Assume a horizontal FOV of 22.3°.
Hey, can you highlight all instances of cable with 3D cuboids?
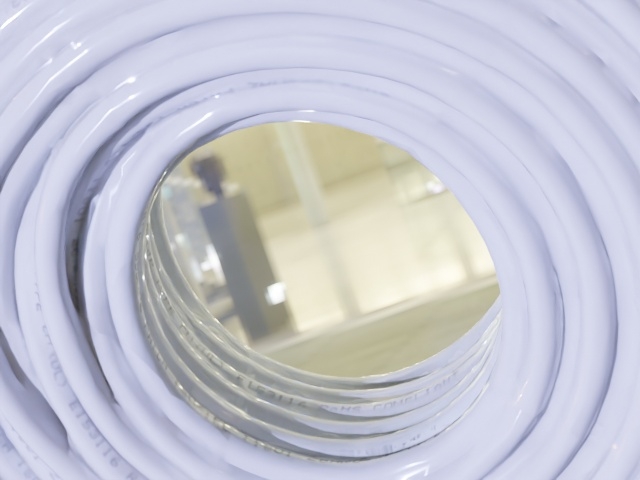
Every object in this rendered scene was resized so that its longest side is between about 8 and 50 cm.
[{"bbox_3d":[0.000,0.000,0.439,0.257,0.257,0.089,-51,9,27],"label":"cable"}]
